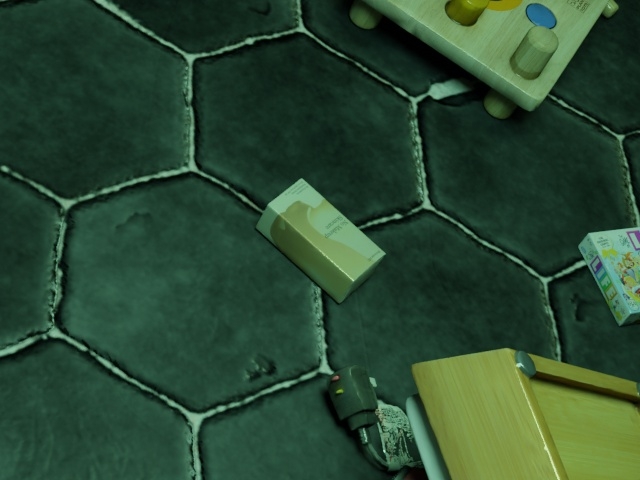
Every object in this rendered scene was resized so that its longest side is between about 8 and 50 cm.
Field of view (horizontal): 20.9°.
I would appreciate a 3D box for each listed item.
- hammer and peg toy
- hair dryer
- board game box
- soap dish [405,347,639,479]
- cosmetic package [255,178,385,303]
[{"bbox_3d":[0.214,-0.314,1.977,0.266,0.127,0.361,35,48,4],"label":"hammer and peg toy"},{"bbox_3d":[0.143,0.221,1.559,0.223,0.080,0.293,-1,57,-28],"label":"hair dryer"},{"bbox_3d":[0.362,0.033,1.843,0.154,0.026,0.103,-7,57,-29],"label":"board game box"},{"bbox_3d":[0.218,0.214,1.504,0.291,0.118,0.229,17,45,-49],"label":"soap dish"},{"bbox_3d":[0.000,0.000,1.690,0.115,0.041,0.060,41,48,9],"label":"cosmetic package"}]
